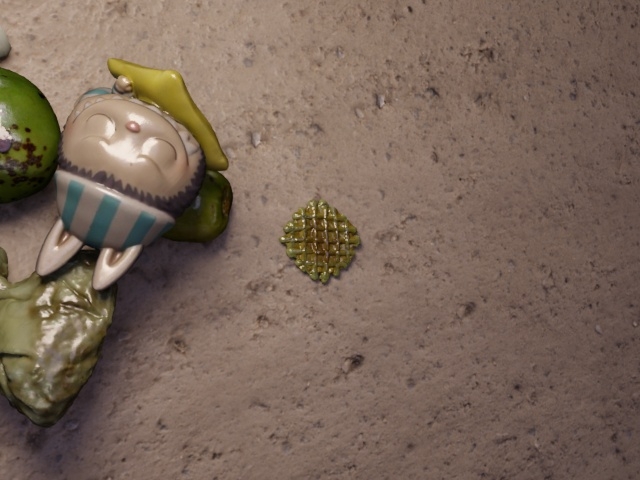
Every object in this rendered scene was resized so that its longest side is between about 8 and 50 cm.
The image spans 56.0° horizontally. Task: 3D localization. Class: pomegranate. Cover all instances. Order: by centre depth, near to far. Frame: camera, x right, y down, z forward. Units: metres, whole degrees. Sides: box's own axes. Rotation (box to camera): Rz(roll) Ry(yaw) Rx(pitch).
[{"bbox_3d":[-0.603,-0.187,1.086,0.270,0.254,0.254,-28,99,-64],"label":"pomegranate"}]

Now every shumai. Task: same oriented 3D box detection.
[{"bbox_3d":[-0.546,0.148,1.061,0.289,0.292,0.329,26,41,-29],"label":"shumai"}]

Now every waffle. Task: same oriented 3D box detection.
[{"bbox_3d":[0.000,0.000,1.414,0.183,0.036,0.169,43,76,-12],"label":"waffle"}]

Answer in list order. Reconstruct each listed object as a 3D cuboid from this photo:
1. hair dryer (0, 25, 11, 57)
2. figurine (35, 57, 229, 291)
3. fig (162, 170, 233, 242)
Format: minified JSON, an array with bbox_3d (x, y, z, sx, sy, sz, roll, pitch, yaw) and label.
[{"bbox_3d":[-0.764,-0.479,1.145,0.173,0.107,0.357,-34,92,-21],"label":"hair dryer"},{"bbox_3d":[-0.401,-0.111,1.067,0.377,0.361,0.266,-54,129,-24],"label":"figurine"},{"bbox_3d":[-0.294,-0.081,1.248,0.234,0.167,0.167,8,84,-26],"label":"fig"}]
